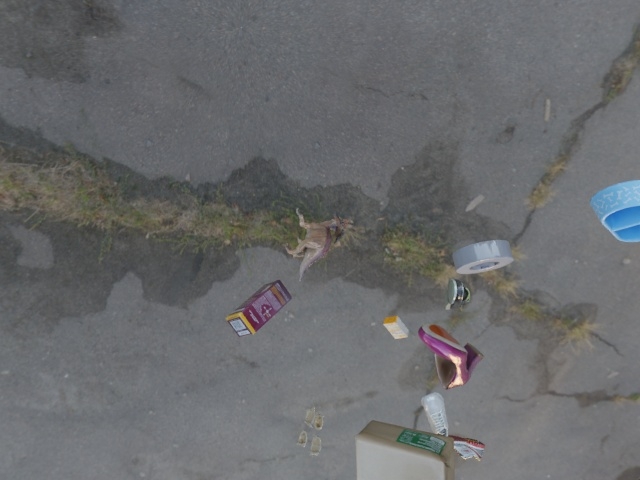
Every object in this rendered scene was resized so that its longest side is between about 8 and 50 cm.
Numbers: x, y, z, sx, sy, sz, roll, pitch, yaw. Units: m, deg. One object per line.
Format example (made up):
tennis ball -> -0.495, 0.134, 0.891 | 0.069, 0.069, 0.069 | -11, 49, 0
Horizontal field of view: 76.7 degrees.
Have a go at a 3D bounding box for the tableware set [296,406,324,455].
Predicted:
tableware set -> -0.033, 0.734, 1.562 | 0.020, 0.141, 0.169 | 24, 68, -30

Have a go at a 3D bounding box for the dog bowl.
dog bowl -> 0.944, -0.078, 1.222 | 0.297, 0.074, 0.165 | 25, 147, -35

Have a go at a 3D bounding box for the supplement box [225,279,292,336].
supplement box -> -0.196, 0.217, 1.301 | 0.104, 0.188, 0.081 | -24, 102, 50

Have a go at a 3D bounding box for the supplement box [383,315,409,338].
supplement box -> 0.314, 0.361, 1.675 | 0.062, 0.036, 0.098 | -20, 119, 39

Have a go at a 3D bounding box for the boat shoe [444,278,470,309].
boat shoe -> 0.442, 0.173, 1.296 | 0.068, 0.081, 0.228 | 0, 161, 12

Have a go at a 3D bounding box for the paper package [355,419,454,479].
paper package -> 0.297, 0.839, 1.438 | 0.324, 0.168, 0.310 | 1, 96, 30

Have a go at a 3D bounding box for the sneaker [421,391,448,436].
sneaker -> 0.459, 0.689, 1.582 | 0.089, 0.095, 0.235 | -20, 121, 8

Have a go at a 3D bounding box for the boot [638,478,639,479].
boot -> 0.861, 0.561, 0.859 | 0.131, 0.260, 0.348 | 25, 99, -23

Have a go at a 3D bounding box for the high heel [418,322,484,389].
high heel -> 0.382, 0.385, 1.277 | 0.377, 0.127, 0.181 | 32, 101, -36

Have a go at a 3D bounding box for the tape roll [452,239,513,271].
tape roll -> 0.640, 0.069, 1.600 | 0.218, 0.073, 0.219 | -8, 161, -3

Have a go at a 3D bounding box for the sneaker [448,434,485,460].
sneaker -> 0.682, 1.005, 1.951 | 0.225, 0.088, 0.093 | 13, 80, 0

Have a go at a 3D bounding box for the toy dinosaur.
toy dinosaur -> 0.000, 0.000, 1.418 | 0.200, 0.296, 0.127 | 6, 145, 14
